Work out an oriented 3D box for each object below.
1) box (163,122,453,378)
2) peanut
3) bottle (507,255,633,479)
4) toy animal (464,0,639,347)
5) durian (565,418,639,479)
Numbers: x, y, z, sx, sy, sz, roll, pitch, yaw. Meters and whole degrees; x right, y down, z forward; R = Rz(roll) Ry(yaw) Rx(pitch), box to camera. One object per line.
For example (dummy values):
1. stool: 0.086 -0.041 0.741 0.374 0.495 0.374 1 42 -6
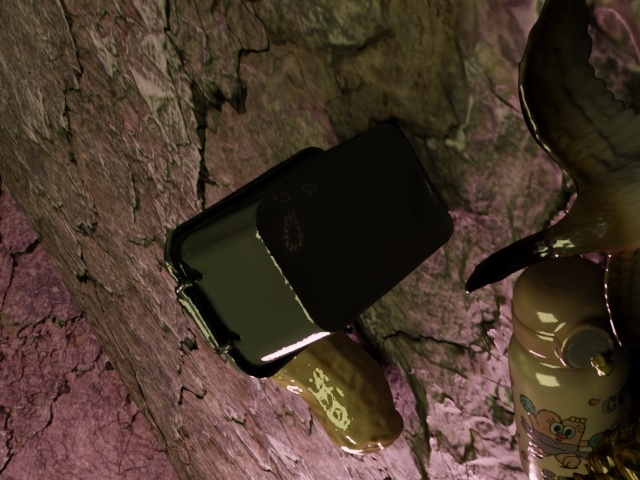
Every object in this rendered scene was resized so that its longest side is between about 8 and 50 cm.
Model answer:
1. box: 0.000 0.000 0.776 0.135 0.243 0.163 -26 97 51
2. peanut: -0.001 0.157 1.066 0.256 0.123 0.123 54 154 9
3. bottle: 0.203 0.113 0.691 0.110 0.097 0.209 -104 -2 -56
4. toy animal: 0.175 -0.029 0.504 0.160 0.197 0.272 -10 107 58
5. durian: 0.272 0.246 0.573 0.258 0.258 0.293 35 175 35
